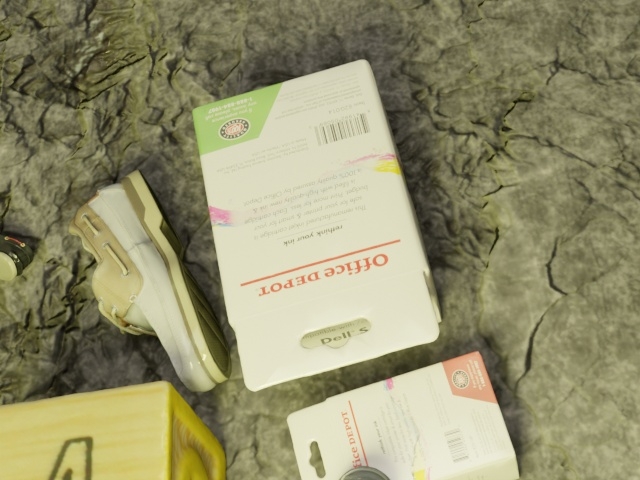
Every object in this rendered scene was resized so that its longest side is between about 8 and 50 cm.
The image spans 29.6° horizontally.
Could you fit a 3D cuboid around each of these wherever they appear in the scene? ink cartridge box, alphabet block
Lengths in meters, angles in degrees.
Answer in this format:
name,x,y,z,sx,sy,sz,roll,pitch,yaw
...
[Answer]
name,x,y,z,sx,sy,sz,roll,pitch,yaw
ink cartridge box,0.000,0.000,1.267,0.207,0.119,0.353,-15,57,5
alphabet block,-0.205,0.262,1.128,0.197,0.192,0.193,-9,61,8
ink cartridge box,0.078,0.196,1.165,0.198,0.067,0.115,-17,58,3

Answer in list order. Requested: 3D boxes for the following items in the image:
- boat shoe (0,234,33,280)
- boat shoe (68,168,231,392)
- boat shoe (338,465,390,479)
name,x,y,z,sx,sy,sz,roll,pitch,yaw
boat shoe,-0.391,0.012,1.409,0.133,0.049,0.042,14,37,29
boat shoe,-0.184,0.055,1.296,0.103,0.113,0.302,-29,47,-2
boat shoe,0.005,0.310,1.070,0.079,0.081,0.227,19,90,9
